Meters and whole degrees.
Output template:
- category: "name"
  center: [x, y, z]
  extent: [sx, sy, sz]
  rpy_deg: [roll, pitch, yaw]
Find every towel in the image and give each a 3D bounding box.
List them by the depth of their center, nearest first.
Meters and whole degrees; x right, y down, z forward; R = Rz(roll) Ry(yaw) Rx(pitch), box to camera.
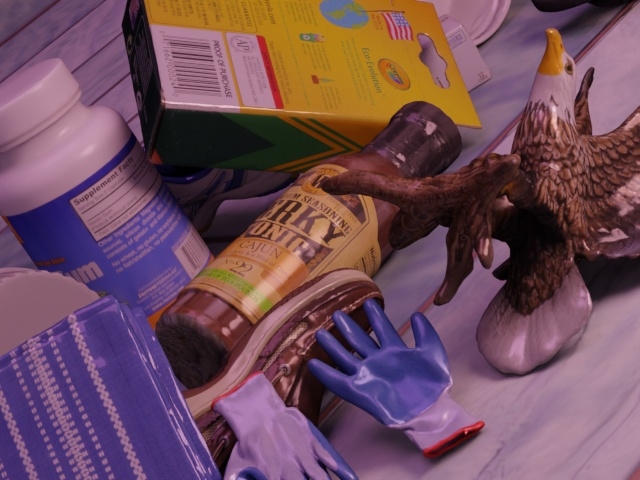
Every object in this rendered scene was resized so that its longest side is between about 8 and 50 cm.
- category: "towel"
  center: [-0.232, 0.216, 1.262]
  extent: [0.336, 0.243, 0.040]
  rpy_deg: [-31, -24, 4]

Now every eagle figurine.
- category: "eagle figurine"
  center: [0.195, -0.054, 1.319]
  extent: [0.298, 0.225, 0.226]
  rpy_deg: [-11, 46, -43]

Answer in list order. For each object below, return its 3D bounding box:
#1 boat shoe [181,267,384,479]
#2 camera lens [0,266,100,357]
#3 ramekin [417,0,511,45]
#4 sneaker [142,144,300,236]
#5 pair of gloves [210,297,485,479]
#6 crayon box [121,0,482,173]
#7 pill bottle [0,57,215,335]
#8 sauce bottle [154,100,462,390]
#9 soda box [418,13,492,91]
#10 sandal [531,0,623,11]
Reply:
- category: "boat shoe"
  center: [-0.032, 0.128, 1.330]
  extent: [0.257, 0.095, 0.095]
  rpy_deg: [-41, 57, -20]
- category: "camera lens"
  center: [-0.315, 0.142, 1.485]
  extent: [0.274, 0.219, 0.219]
  rpy_deg: [-13, 28, 43]
- category: "ramekin"
  center: [0.102, -0.298, 1.941]
  extent: [0.207, 0.207, 0.109]
  rpy_deg: [-44, 14, -30]
- category: "sneaker"
  center: [-0.152, -0.074, 1.810]
  extent: [0.296, 0.131, 0.111]
  rpy_deg: [-31, 58, 39]
- category: "pair of gloves"
  center: [0.010, 0.125, 1.237]
  extent: [0.198, 0.023, 0.159]
  rpy_deg: [-30, 45, -10]
- category: "crayon box"
  center: [-0.021, -0.159, 1.692]
  extent: [0.319, 0.081, 0.202]
  rpy_deg: [3, 45, -19]
- category: "pill bottle"
  center: [-0.226, -0.035, 1.690]
  extent: [0.152, 0.272, 0.152]
  rpy_deg: [-29, 20, 11]
- category: "sauce bottle"
  center: [0.000, 0.000, 1.518]
  extent: [0.111, 0.111, 0.344]
  rpy_deg: [-7, 32, 49]
- category: "soda box"
  center: [0.067, -0.151, 1.834]
  extent: [0.216, 0.069, 0.074]
  rpy_deg: [-31, 20, 0]
- category: "sandal"
  center: [0.339, -0.284, 1.788]
  extent: [0.255, 0.054, 0.097]
  rpy_deg: [-21, 28, 2]
